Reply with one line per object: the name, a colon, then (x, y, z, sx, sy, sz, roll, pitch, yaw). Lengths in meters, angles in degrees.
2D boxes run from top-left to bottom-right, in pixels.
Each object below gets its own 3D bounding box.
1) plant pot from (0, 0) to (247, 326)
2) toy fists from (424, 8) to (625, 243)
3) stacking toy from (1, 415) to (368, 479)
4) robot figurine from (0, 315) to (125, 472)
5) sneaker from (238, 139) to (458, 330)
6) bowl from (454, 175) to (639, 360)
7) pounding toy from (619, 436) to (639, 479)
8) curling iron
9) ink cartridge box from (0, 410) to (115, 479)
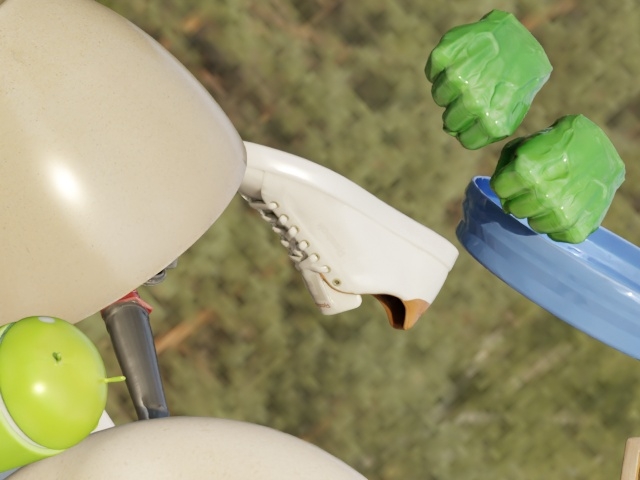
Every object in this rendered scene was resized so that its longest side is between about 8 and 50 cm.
plant pot: (-0.219, -0.078, 1.305, 0.191, 0.284, 0.284, 63, -3, -25)
toy fists: (0.222, -0.119, 2.054, 0.279, 0.096, 0.142, 54, 45, -8)
stacking toy: (-0.017, 0.330, 1.075, 0.350, 0.350, 0.480, 50, 2, 32)
robot figurine: (-0.151, 0.076, 0.880, 0.101, 0.115, 0.067, 25, 53, -50)
sneaker: (0.000, 0.000, 1.802, 0.290, 0.123, 0.106, 29, -8, -22)
bowl: (0.339, 0.048, 2.246, 0.391, 0.077, 0.391, 27, 12, -6)
pounding toy: (0.248, 0.164, 1.090, 0.100, 0.141, 0.130, 48, 46, -44)
curling iron: (-0.121, 0.049, 1.258, 0.068, 0.035, 0.274, 10, 26, -14)
ink cartridge box: (-0.265, 0.296, 1.784, 0.306, 0.226, 0.131, 53, -23, 16)
